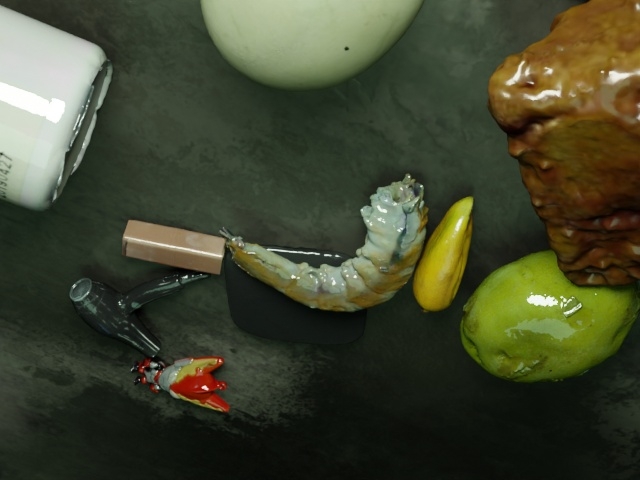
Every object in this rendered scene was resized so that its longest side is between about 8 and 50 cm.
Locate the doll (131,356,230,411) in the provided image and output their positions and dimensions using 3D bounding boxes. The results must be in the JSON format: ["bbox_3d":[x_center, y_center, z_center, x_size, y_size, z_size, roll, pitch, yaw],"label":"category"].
[{"bbox_3d":[-0.236,0.234,1.536,0.169,0.057,0.109,8,119,21],"label":"doll"}]

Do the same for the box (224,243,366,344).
[{"bbox_3d":[-0.035,0.080,1.365,0.212,0.042,0.201,4,134,3],"label":"box"}]

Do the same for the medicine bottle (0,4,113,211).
[{"bbox_3d":[-0.450,-0.190,1.041,0.378,0.214,0.213,22,133,-13],"label":"medicine bottle"}]

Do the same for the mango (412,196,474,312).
[{"bbox_3d":[0.170,0.023,1.242,0.066,0.101,0.187,22,125,8],"label":"mango"}]

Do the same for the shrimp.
[{"bbox_3d":[0.023,0.022,1.261,0.287,0.068,0.185,-10,122,17],"label":"shrimp"}]

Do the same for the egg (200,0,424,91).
[{"bbox_3d":[-0.005,-0.268,0.903,0.219,0.219,0.269,34,125,-23],"label":"egg"}]

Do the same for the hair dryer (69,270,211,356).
[{"bbox_3d":[-0.253,0.097,1.409,0.219,0.075,0.195,-23,137,17],"label":"hair dryer"}]

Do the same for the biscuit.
[{"bbox_3d":[0.398,-0.095,0.995,0.342,0.166,0.395,3,148,29],"label":"biscuit"}]

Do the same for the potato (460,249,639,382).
[{"bbox_3d":[0.316,0.106,1.255,0.253,0.148,0.186,-30,93,20],"label":"potato"}]

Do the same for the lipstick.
[{"bbox_3d":[-0.212,0.009,1.319,0.145,0.045,0.045,11,133,-5],"label":"lipstick"}]
